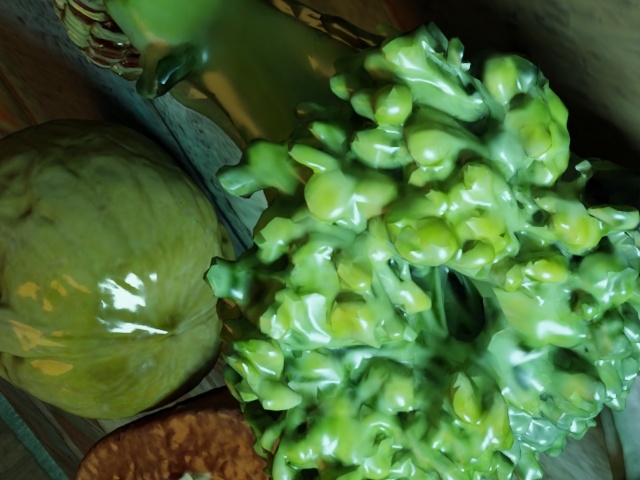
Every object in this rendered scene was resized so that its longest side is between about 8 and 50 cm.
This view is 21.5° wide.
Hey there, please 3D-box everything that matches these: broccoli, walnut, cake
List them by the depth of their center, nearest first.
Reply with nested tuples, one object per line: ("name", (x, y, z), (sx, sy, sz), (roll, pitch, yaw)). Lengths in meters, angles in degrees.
("broccoli", (0.004, 0.017, 0.662), (0.273, 0.180, 0.242), (28, 168, -6))
("walnut", (-0.157, 0.019, 1.145), (0.221, 0.195, 0.195), (32, 157, 44))
("cake", (-0.042, 0.180, 1.153), (0.283, 0.151, 0.177), (-15, 92, 45))

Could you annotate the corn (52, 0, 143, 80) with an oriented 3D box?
("corn", (-0.081, -0.148, 0.763), (0.098, 0.098, 0.290), (46, 166, 6))

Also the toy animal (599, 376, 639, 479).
("toy animal", (0.185, 0.162, 0.762), (0.251, 0.125, 0.127), (51, 135, 9))
